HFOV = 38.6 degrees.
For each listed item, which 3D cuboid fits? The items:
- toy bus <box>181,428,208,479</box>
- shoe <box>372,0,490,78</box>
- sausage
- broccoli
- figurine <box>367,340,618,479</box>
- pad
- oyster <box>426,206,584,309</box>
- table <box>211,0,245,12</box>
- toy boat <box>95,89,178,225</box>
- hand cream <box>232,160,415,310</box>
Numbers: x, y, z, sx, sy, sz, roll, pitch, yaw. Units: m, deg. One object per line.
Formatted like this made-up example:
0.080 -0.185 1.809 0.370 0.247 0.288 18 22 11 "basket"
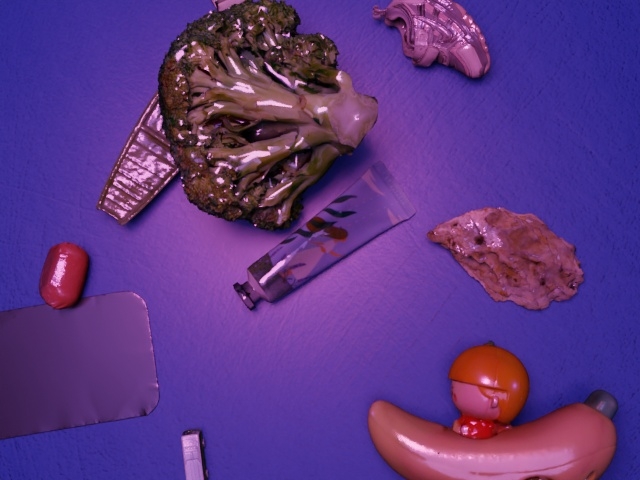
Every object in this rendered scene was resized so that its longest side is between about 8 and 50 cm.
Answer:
-0.173 0.303 1.256 0.031 0.037 0.083 -8 86 1 "toy bus"
0.153 -0.285 1.259 0.092 0.089 0.180 -38 84 -2 "shoe"
-0.358 0.048 1.266 0.059 0.054 0.094 10 83 42 "sausage"
-0.071 -0.161 1.150 0.275 0.308 0.307 6 85 45 "broccoli"
0.225 0.246 1.208 0.325 0.124 0.222 9 87 6 "figurine"
-0.366 0.176 1.287 0.267 0.004 0.181 -9 86 2 "pad"
0.264 0.015 1.247 0.209 0.072 0.133 42 91 2 "oyster"
-0.120 -0.435 1.291 0.146 0.062 0.175 -26 83 0 "table"
-0.210 -0.152 1.278 0.093 0.055 0.293 33 87 3 "toy boat"
0.000 0.000 1.265 0.271 0.058 0.091 -35 89 -6 "hand cream"
